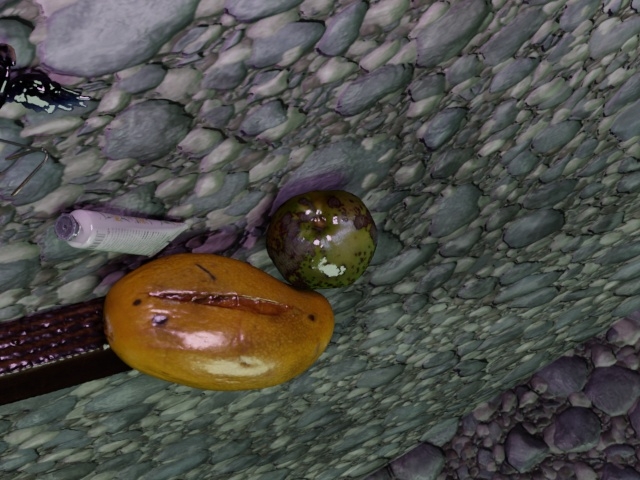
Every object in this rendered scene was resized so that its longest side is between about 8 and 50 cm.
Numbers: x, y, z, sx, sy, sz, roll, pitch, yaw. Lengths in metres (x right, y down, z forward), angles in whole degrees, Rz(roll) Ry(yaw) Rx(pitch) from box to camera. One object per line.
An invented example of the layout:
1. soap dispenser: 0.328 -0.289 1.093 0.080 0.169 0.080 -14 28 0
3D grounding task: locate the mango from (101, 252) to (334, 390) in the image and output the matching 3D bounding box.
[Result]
1. mango: -0.119 0.097 1.598 0.294 0.177 0.120 2 143 -12

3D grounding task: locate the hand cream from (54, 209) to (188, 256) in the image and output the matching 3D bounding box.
1. hand cream: -0.227 -0.008 1.479 0.067 0.042 0.194 -43 158 19

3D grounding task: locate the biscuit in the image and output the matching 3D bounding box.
1. biscuit: -0.332 0.140 1.645 0.252 0.070 0.106 -14 156 -25

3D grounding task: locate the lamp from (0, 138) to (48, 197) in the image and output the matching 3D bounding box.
1. lamp: -0.307 -0.090 1.221 0.054 0.041 0.121 -38 152 6

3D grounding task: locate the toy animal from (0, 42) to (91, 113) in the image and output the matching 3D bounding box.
1. toy animal: -0.295 -0.123 1.130 0.220 0.062 0.108 7 109 -49

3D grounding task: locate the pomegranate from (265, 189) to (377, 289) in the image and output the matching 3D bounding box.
1. pomegranate: -0.003 -0.010 1.631 0.138 0.163 0.126 -19 117 -5
